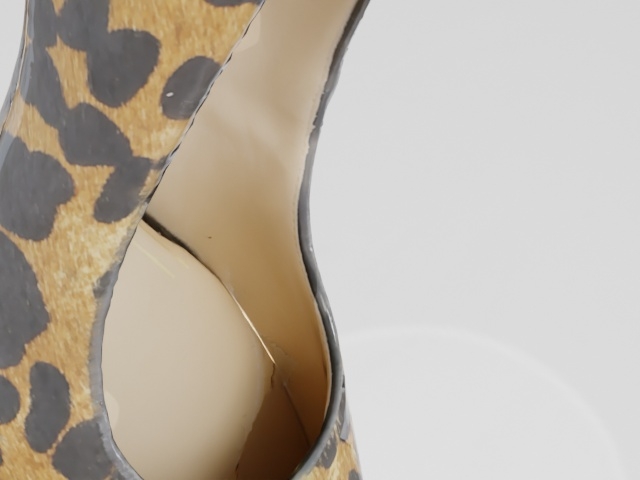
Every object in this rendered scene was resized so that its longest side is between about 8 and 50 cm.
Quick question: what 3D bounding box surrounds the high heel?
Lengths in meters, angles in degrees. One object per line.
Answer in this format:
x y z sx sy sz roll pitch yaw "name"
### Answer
0.000 0.000 0.384 0.186 0.093 0.261 -11 -61 38 "high heel"
